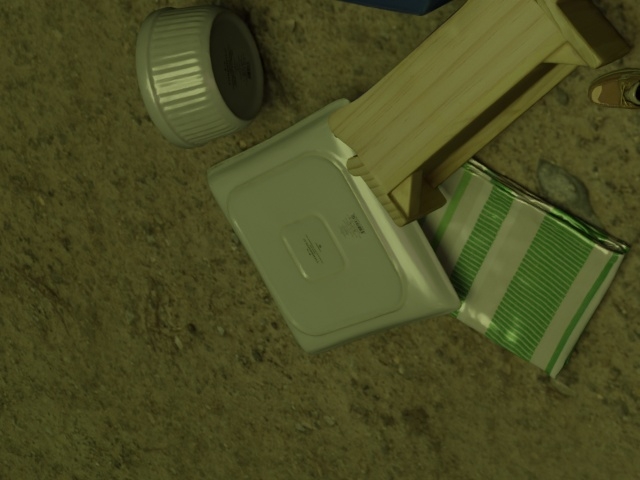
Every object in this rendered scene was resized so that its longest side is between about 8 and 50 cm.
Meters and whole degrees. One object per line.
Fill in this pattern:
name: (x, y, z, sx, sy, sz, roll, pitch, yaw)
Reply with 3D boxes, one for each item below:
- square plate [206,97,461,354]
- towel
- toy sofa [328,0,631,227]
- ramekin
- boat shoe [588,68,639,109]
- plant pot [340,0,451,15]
square plate: (0.000, 0.000, 1.733, 0.344, 0.049, 0.347, -22, 100, 46)
towel: (0.242, 0.026, 1.640, 0.325, 0.038, 0.248, 31, 124, 16)
toy sofa: (0.196, -0.194, 1.481, 0.362, 0.150, 0.177, -41, 82, 31)
ramekin: (-0.166, -0.243, 1.671, 0.109, 0.207, 0.207, -9, 106, 24)
boat shoe: (0.397, -0.188, 1.447, 0.135, 0.045, 0.050, -4, 108, 32)
plant pot: (0.099, -0.406, 1.410, 0.236, 0.236, 0.212, 18, 126, 31)
